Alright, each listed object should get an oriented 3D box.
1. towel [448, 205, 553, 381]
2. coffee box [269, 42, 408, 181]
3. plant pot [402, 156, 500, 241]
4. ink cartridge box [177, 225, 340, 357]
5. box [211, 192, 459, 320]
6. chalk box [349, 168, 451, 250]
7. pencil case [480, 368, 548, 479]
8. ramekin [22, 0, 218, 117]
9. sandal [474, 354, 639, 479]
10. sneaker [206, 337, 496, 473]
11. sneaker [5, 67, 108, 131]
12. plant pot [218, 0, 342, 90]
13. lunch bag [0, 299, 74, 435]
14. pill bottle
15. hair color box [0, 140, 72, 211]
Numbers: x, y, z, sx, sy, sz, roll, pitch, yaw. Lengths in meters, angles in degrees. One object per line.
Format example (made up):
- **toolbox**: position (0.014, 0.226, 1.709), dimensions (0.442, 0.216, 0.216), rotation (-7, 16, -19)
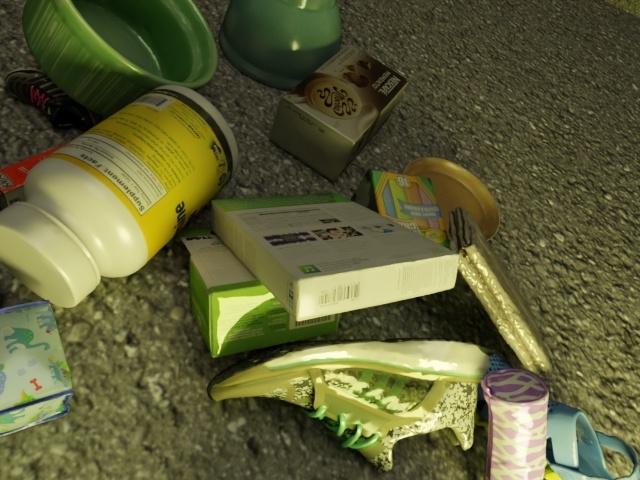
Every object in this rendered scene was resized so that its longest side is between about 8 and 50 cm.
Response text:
- **towel**: position (0.297, 0.084, 0.809), dimensions (0.282, 0.049, 0.187), rotation (54, 24, -12)
- **coffee box**: position (0.047, -0.282, 1.025), dimensions (0.168, 0.119, 0.297), rotation (34, 50, 5)
- **plant pot**: position (0.276, -0.083, 1.033), dimensions (0.236, 0.032, 0.236), rotation (12, 52, -16)
- **ink cartridge box**: position (-0.107, 0.054, 0.736), dimensions (0.188, 0.097, 0.255), rotation (-6, 22, -26)
- **box**: position (0.000, 0.000, 0.688), dimensions (0.232, 0.059, 0.322), rotation (-7, 24, -28)
- **chalk box**: position (0.135, 0.000, 0.849), dimensions (0.132, 0.132, 0.213), rotation (6, 55, -19)
- **pencil case**: position (0.264, 0.282, 0.664), dimensions (0.088, 0.206, 0.086), rotation (-3, 15, 2)
- **ramekin**: position (-0.345, -0.355, 0.830), dimensions (0.303, 0.148, 0.303), rotation (34, 41, -36)
- **sandal**: position (0.349, 0.280, 0.732), dimensions (0.317, 0.138, 0.126), rotation (43, 53, 13)
- **sneaker**: position (0.054, 0.227, 0.652), dimensions (0.410, 0.158, 0.182), rotation (1, 78, -12)
- **sneaker**: position (-0.456, -0.236, 0.817), dimensions (0.170, 0.063, 0.075), rotation (21, 44, -13)
- **plant pot**: position (-0.073, -0.516, 1.098), dimensions (0.293, 0.196, 0.293), rotation (11, 53, -15)
- **lunch bag**: position (-0.378, 0.154, 0.543), dimensions (0.151, 0.096, 0.129), rotation (-10, 60, -40)
- **pill bottle**: position (-0.281, -0.070, 0.689), dimensions (0.188, 0.188, 0.334), rotation (33, 51, 3)
- **hair color box**: position (-0.414, -0.093, 0.724), dimensions (0.043, 0.072, 0.141), rotation (41, 50, 11)
